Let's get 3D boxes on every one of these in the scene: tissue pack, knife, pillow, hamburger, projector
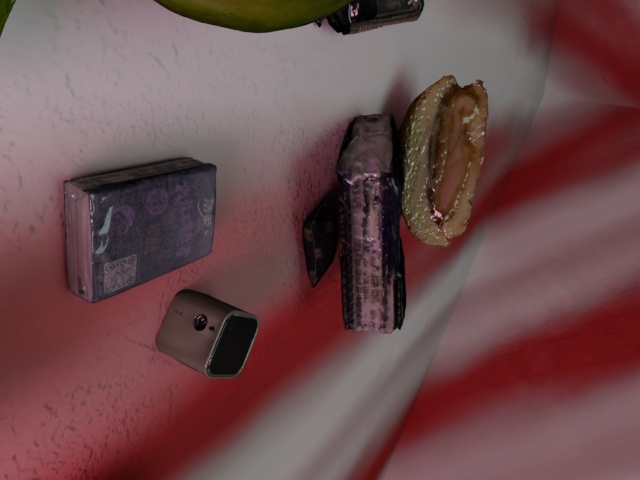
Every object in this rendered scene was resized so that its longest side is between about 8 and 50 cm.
[{"bbox_3d":[0.093,-0.029,0.835,0.245,0.123,0.333,-77,166,-53],"label":"tissue pack"},{"bbox_3d":[0.100,-0.384,0.765,0.365,0.043,0.089,-36,138,-50],"label":"knife"},{"bbox_3d":[-0.001,0.000,0.813,0.090,0.048,0.150,-42,145,-35],"label":"pillow"},{"bbox_3d":[-0.172,-0.016,0.477,0.156,0.051,0.112,-27,133,-55],"label":"tissue pack"},{"bbox_3d":[0.227,-0.152,0.995,0.209,0.162,0.330,160,-63,-85],"label":"hamburger"},{"bbox_3d":[-0.137,0.115,0.589,0.083,0.082,0.083,34,75,-62],"label":"projector"}]

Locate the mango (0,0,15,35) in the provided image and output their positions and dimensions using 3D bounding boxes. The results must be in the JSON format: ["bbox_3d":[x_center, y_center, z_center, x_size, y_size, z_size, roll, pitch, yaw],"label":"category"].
[{"bbox_3d":[-0.211,-0.163,0.242,0.125,0.111,0.233,-27,131,-49],"label":"mango"}]

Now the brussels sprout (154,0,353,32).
[{"bbox_3d":[-0.035,-0.337,0.303,0.314,0.275,0.371,-28,125,-36],"label":"brussels sprout"}]
